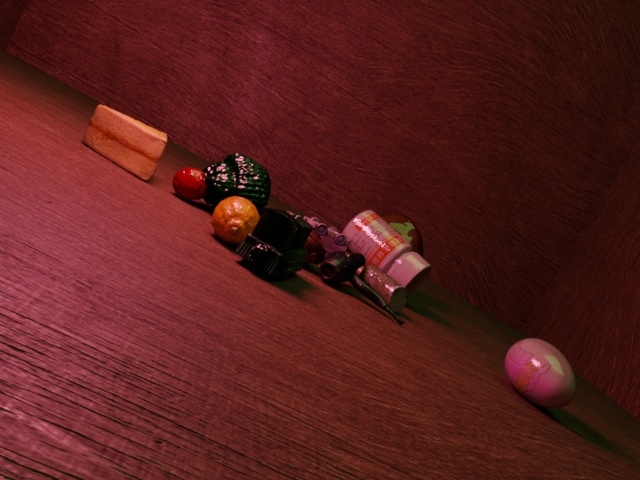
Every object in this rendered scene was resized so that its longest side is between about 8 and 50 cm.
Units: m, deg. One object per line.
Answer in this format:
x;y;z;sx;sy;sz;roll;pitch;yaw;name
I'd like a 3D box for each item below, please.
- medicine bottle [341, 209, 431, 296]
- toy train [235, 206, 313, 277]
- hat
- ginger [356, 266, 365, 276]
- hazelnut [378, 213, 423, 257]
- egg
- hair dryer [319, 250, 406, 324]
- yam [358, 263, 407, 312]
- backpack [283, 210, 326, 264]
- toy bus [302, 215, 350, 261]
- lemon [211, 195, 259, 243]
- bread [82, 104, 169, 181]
0.274;0.059;2.430;0.371;0.211;0.211;45;12;24;medicine bottle
-0.111;0.005;1.637;0.138;0.178;0.330;30;8;11;toy train
-0.357;-0.204;2.035;0.332;0.243;0.274;11;2;-30;hat
0.134;0.104;2.419;0.089;0.075;0.288;17;16;-50;ginger
0.327;0.046;2.708;0.365;0.366;0.366;29;6;-4;hazelnut
0.711;0.433;1.856;0.196;0.196;0.271;28;20;-9;egg
0.167;0.167;1.985;0.359;0.120;0.303;43;18;18;hair dryer
0.233;0.179;2.110;0.107;0.107;0.194;23;10;-45;yam
-0.076;0.006;2.005;0.229;0.139;0.229;38;-10;8;backpack
0.000;0.000;2.309;0.202;0.142;0.142;28;6;-21;toy bus
-0.250;-0.057;1.685;0.142;0.142;0.187;27;13;-15;lemon
-0.661;-0.328;1.925;0.263;0.168;0.163;23;8;-20;bread
